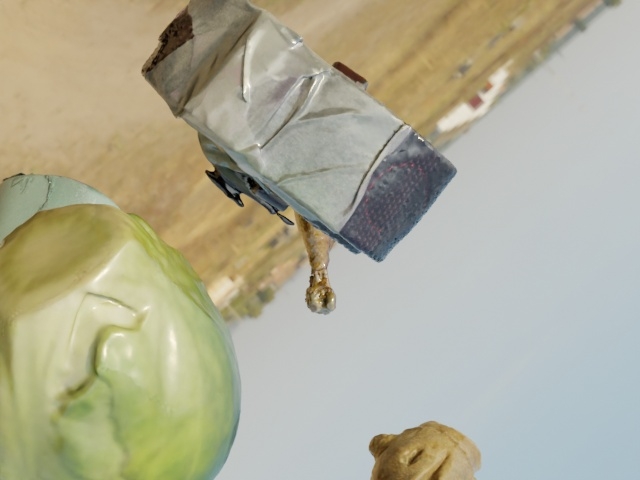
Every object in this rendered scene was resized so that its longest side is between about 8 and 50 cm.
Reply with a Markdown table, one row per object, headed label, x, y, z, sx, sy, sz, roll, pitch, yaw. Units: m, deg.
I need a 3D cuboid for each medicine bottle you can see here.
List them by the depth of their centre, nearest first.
| label | x | y | z | sx | sy | sz | roll | pitch | yaw |
| --- | --- | --- | --- | --- | --- | --- | --- | --- | --- |
| medicine bottle | -0.466 | 0.072 | 1.756 | 0.245 | 0.245 | 0.290 | -41 | -148 | 50 |

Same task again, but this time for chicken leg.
| label | x | y | z | sx | sy | sz | roll | pitch | yaw |
| --- | --- | --- | --- | --- | --- | --- | --- | --- | --- |
| chicken leg | -0.003 | 0.000 | 1.752 | 0.087 | 0.251 | 0.107 | 0 | -176 | 4 |

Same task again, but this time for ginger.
| label | x | y | z | sx | sy | sz | roll | pitch | yaw |
| --- | --- | --- | --- | --- | --- | --- | --- | --- | --- |
| ginger | 0.151 | 0.389 | 1.632 | 0.126 | 0.190 | 0.354 | -61 | -179 | 27 |

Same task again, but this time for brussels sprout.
| label | x | y | z | sx | sy | sz | roll | pitch | yaw |
| --- | --- | --- | --- | --- | --- | --- | --- | --- | --- |
| brussels sprout | -0.164 | 0.089 | 0.763 | 0.210 | 0.219 | 0.271 | -5 | 142 | 0 |

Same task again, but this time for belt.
| label | x | y | z | sx | sy | sz | roll | pitch | yaw |
| --- | --- | --- | --- | --- | --- | --- | --- | --- | --- |
| belt | -0.028 | -0.097 | 0.969 | 0.164 | 0.289 | 0.184 | -50 | -167 | 6 |
